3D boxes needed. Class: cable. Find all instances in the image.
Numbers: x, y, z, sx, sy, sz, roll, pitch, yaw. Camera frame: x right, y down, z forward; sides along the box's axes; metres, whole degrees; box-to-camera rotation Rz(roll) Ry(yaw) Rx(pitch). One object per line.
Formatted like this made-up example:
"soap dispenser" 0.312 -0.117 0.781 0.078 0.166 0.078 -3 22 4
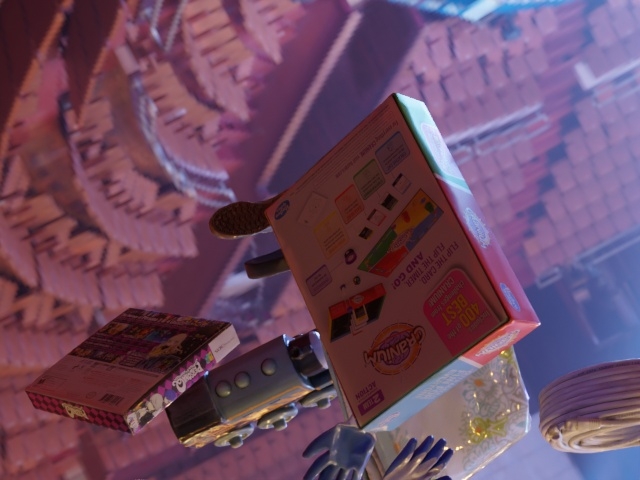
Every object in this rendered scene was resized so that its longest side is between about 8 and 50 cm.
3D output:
"cable" 0.441 0.242 1.708 0.257 0.089 0.257 -10 158 2

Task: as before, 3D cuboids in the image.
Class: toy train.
"toy train" -0.111 0.255 2.029 0.334 0.142 0.190 -26 161 11

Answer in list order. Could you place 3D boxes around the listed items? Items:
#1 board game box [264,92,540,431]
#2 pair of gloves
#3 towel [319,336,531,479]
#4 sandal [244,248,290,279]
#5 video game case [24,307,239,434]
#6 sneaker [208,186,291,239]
"board game box" 0.083 0.027 1.379 0.064 0.316 0.242 9 139 -48
"pair of gloves" 0.080 0.304 1.593 0.159 0.198 0.023 -54 -164 22
"towel" 0.174 0.211 1.844 0.320 0.374 0.090 -26 -162 -30
"sandal" 0.000 0.000 1.870 0.254 0.054 0.097 -18 -171 -23
"video game case" -0.260 0.173 1.626 0.232 0.042 0.210 3 -146 43
"sneaker" -0.113 -0.034 2.060 0.192 0.064 0.086 -20 167 -27
